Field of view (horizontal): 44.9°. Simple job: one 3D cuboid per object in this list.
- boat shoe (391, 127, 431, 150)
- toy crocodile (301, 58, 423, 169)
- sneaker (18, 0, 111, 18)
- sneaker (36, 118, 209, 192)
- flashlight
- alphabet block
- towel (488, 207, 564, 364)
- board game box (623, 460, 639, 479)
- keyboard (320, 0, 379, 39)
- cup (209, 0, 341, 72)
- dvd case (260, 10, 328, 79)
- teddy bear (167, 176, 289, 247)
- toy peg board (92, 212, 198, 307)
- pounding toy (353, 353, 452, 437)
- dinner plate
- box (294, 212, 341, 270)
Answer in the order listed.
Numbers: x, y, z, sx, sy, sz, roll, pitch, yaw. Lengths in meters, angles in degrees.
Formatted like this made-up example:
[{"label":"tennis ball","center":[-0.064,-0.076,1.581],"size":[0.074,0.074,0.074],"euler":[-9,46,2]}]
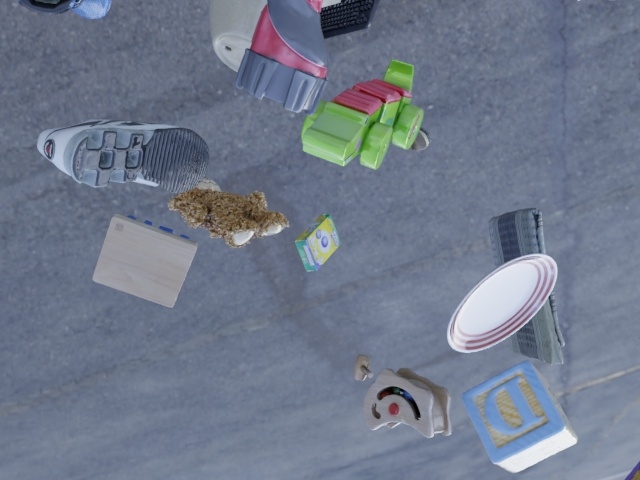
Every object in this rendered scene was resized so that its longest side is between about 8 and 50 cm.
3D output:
[{"label":"boat shoe","center":[0.148,-0.203,1.382],"size":[0.049,0.152,0.056],"euler":[-35,128,-20]},{"label":"toy crocodile","center":[0.068,-0.183,1.115],"size":[0.340,0.115,0.105],"euler":[-38,148,-57]},{"label":"sneaker","center":[-0.403,-0.393,1.148],"size":[0.130,0.147,0.330],"euler":[-3,174,7]},{"label":"sneaker","center":[-0.337,-0.160,1.351],"size":[0.331,0.146,0.122],"euler":[2,107,-56]},{"label":"flashlight","center":[0.001,-0.296,0.857],"size":[0.103,0.103,0.304],"euler":[14,107,-32]},{"label":"alphabet block","center":[0.486,0.432,1.884],"size":[0.193,0.192,0.197],"euler":[-30,147,13]},{"label":"towel","center":[0.441,0.096,1.646],"size":[0.056,0.324,0.312],"euler":[-8,178,-3]},{"label":"board game box","center":[0.401,0.320,0.759],"size":[0.347,0.233,0.078],"euler":[-26,169,-41]},{"label":"keyboard","center":[0.045,-0.445,1.501],"size":[0.180,0.108,0.023],"euler":[4,157,48]},{"label":"cup","center":[-0.141,-0.539,1.894],"size":[0.331,0.237,0.331],"euler":[20,159,8]},{"label":"dvd case","center":[-0.055,-0.387,1.523],"size":[0.018,0.221,0.164],"euler":[-39,108,5]},{"label":"teddy bear","center":[-0.227,-0.076,1.875],"size":[0.245,0.338,0.113],"euler":[-12,114,-21]},{"label":"toy peg board","center":[-0.327,0.022,1.468],"size":[0.161,0.079,0.160],"euler":[20,123,-11]},{"label":"pounding toy","center":[0.158,0.378,1.781],"size":[0.155,0.270,0.154],"euler":[6,100,-42]},{"label":"dinner plate","center":[0.190,0.064,0.822],"size":[0.141,0.017,0.141],"euler":[-19,138,-18]},{"label":"box","center":[0.000,0.000,2.240],"size":[0.043,0.179,0.105],"euler":[-6,117,33]}]
